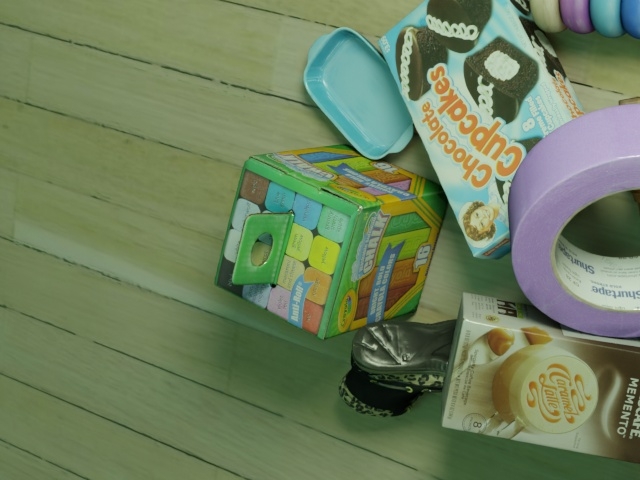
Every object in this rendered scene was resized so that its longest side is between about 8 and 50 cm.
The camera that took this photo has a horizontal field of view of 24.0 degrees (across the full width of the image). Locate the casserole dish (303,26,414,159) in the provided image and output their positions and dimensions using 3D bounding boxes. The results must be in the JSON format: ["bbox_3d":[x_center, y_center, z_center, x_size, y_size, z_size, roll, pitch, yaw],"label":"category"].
[{"bbox_3d":[0.059,-0.191,1.950,0.188,0.037,0.114,50,120,18],"label":"casserole dish"}]

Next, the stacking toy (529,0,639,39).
[{"bbox_3d":[0.404,-0.273,1.659,0.330,0.141,0.141,15,106,26],"label":"stacking toy"}]

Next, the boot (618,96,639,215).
[{"bbox_3d":[0.435,-0.098,1.703,0.197,0.073,0.152,-6,97,40],"label":"boot"}]

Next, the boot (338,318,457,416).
[{"bbox_3d":[0.143,0.168,1.920,0.178,0.236,0.085,111,162,-63],"label":"boot"}]

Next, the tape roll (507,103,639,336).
[{"bbox_3d":[0.345,-0.017,1.660,0.275,0.090,0.275,2,133,2],"label":"tape roll"}]

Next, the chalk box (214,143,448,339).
[{"bbox_3d":[0.000,0.000,1.867,0.179,0.289,0.180,25,111,28],"label":"chalk box"}]

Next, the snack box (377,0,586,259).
[{"bbox_3d":[0.204,-0.160,1.800,0.187,0.060,0.322,-38,62,32],"label":"snack box"}]

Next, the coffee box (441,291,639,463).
[{"bbox_3d":[0.274,0.160,1.766,0.246,0.098,0.141,10,107,1],"label":"coffee box"}]
